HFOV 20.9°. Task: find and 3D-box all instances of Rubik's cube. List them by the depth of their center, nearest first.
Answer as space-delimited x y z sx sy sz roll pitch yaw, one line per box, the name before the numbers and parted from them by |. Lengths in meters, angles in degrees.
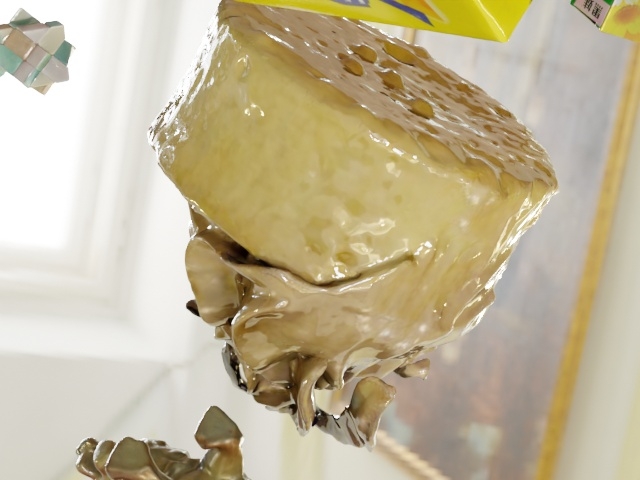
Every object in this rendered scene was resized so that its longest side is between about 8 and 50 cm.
Rubik's cube | -0.284 -0.186 1.702 0.084 0.075 0.073 19 175 12

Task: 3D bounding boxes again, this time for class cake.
cake | -0.007 -0.002 1.431 0.332 0.321 0.332 25 -162 -9

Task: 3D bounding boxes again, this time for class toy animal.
toy animal | -0.065 0.219 1.413 0.312 0.097 0.157 22 153 11

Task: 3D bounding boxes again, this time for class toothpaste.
toothpaste | 0.241 -0.136 1.095 0.178 0.037 0.043 11 -157 -31

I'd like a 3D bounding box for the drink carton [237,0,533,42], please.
drink carton | -0.018 -0.237 1.172 0.351 0.111 0.154 14 154 39
